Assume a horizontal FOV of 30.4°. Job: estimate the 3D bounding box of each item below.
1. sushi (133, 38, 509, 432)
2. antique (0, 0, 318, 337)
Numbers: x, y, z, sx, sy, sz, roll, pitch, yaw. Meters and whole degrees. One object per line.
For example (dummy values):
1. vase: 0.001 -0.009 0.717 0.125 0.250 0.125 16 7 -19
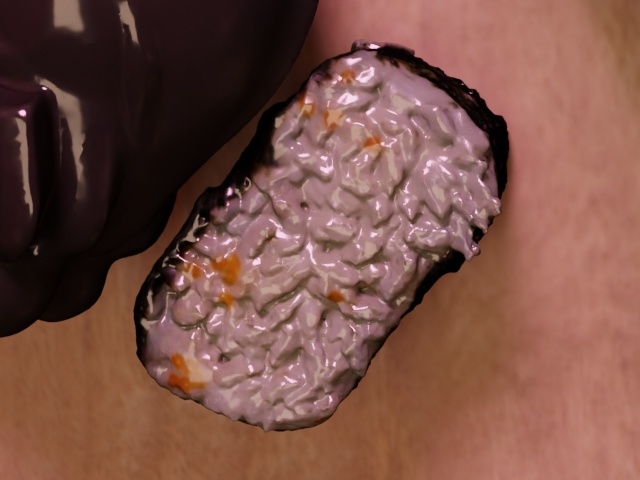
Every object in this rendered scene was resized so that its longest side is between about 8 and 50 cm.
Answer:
1. sushi: 0.000 0.000 0.642 0.136 0.126 0.225 42 110 4
2. antique: -0.148 -0.115 0.607 0.322 0.185 0.255 -41 84 10
